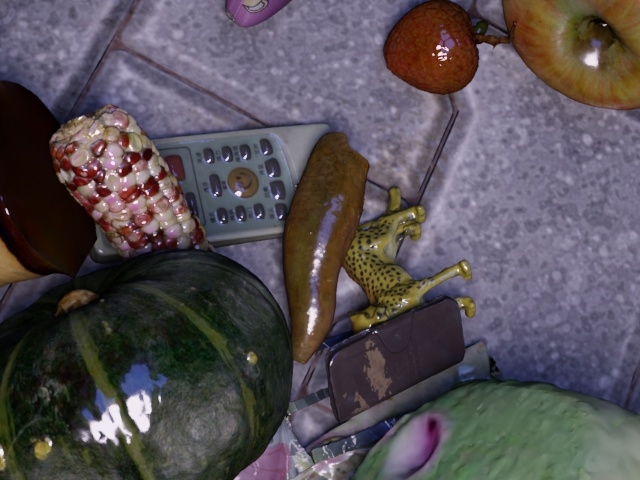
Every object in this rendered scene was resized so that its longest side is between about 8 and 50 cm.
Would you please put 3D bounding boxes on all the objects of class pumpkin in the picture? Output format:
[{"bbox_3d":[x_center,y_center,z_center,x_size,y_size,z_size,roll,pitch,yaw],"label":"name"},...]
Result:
[{"bbox_3d":[-0.166,0.135,1.131,0.300,0.300,0.207,-26,106,-23],"label":"pumpkin"}]

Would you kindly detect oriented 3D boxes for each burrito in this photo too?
[{"bbox_3d":[0.072,0.203,1.335,0.309,0.066,0.096,-31,82,-26],"label":"burrito"}]

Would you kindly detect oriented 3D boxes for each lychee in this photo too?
[{"bbox_3d":[0.138,-0.207,1.455,0.140,0.114,0.101,13,108,9],"label":"lychee"}]

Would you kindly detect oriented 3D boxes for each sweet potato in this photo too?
[{"bbox_3d":[0.000,0.000,1.336,0.077,0.077,0.244,17,68,-12],"label":"sweet potato"}]

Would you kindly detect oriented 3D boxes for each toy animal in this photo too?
[{"bbox_3d":[0.065,0.027,1.370,0.136,0.073,0.181,-19,51,-16],"label":"toy animal"}]

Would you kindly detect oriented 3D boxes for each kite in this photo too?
[{"bbox_3d":[-0.046,0.169,1.290,0.360,0.022,0.204,-16,52,-19],"label":"kite"}]

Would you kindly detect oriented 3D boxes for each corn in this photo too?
[{"bbox_3d":[-0.157,-0.003,1.271,0.092,0.092,0.280,-41,114,-24],"label":"corn"}]

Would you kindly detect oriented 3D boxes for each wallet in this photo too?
[{"bbox_3d":[0.073,0.112,1.294,0.156,0.018,0.082,-22,119,-26],"label":"wallet"}]

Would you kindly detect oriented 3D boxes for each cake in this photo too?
[{"bbox_3d":[-0.329,-0.034,1.233,0.178,0.185,0.208,-22,81,14],"label":"cake"}]

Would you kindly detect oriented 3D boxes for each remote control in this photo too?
[{"bbox_3d":[-0.104,-0.053,1.373,0.285,0.038,0.123,-7,75,-19],"label":"remote control"}]

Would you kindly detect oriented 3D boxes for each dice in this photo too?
[{"bbox_3d":[0.183,0.327,1.161,0.318,0.330,0.322,43,68,-22],"label":"dice"}]

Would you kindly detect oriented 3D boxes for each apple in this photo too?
[{"bbox_3d":[0.336,-0.286,1.473,0.264,0.264,0.264,5,72,-16],"label":"apple"}]

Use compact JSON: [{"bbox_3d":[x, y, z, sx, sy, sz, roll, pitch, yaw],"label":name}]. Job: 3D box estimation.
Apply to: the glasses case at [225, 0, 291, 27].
[{"bbox_3d":[0.003,-0.354,1.454,0.076,0.123,0.316,38,67,-2],"label":"glasses case"}]
